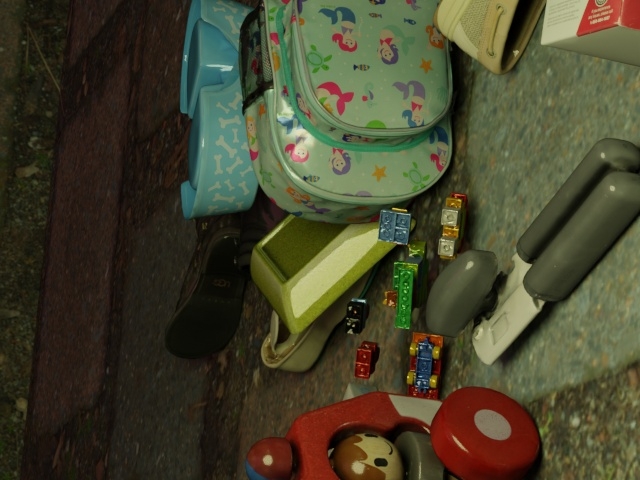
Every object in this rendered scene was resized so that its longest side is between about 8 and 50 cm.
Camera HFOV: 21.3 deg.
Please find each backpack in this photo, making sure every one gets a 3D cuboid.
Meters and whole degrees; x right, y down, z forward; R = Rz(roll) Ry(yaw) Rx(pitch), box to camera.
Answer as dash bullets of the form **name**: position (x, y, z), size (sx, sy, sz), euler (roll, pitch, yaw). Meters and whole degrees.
- **backpack**: position (0.034, -0.150, 1.829), size (0.191, 0.225, 0.253), euler (151, 120, -68)

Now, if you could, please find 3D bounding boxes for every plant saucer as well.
- **plant saucer**: position (0.000, 0.000, 1.954), size (0.188, 0.045, 0.188), euler (-43, 27, 0)

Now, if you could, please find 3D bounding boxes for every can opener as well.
- **can opener**: position (0.186, 0.013, 1.535), size (0.283, 0.095, 0.076), euler (123, 149, -46)

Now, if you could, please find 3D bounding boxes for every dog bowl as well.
- **dog bowl**: position (-0.114, -0.155, 1.958), size (0.166, 0.074, 0.297), euler (110, 162, -51)

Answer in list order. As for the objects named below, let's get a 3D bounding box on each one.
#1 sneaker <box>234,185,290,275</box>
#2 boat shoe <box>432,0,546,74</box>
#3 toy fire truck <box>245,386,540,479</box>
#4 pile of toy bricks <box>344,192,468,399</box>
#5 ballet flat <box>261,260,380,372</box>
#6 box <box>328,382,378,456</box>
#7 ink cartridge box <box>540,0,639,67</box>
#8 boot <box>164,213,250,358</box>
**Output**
- **sneaker**: position (-0.086, -0.024, 2.238), size (0.296, 0.105, 0.146), euler (13, 88, 65)
- **boat shoe**: position (0.212, -0.284, 1.620), size (0.098, 0.109, 0.302), euler (46, 135, 15)
- **toy fire truck**: position (0.064, 0.253, 1.520), size (0.302, 0.254, 0.169), euler (-102, 30, -44)
- **pile of toy bricks**: position (0.097, 0.049, 1.768), size (0.105, 0.118, 0.212), euler (-40, -43, -72)
- **ballet flat**: position (-0.006, 0.071, 2.025), size (0.086, 0.086, 0.248), euler (-101, 29, -43)
- **box**: position (0.032, 0.276, 1.895), size (0.145, 0.038, 0.186), euler (-111, 37, -54)
- **ink cartridge box**: position (0.272, -0.238, 1.379), size (0.128, 0.127, 0.176), euler (177, 102, -69)
- **boot**: position (-0.156, 0.016, 2.459), size (0.229, 0.091, 0.263), euler (-101, 33, -54)
